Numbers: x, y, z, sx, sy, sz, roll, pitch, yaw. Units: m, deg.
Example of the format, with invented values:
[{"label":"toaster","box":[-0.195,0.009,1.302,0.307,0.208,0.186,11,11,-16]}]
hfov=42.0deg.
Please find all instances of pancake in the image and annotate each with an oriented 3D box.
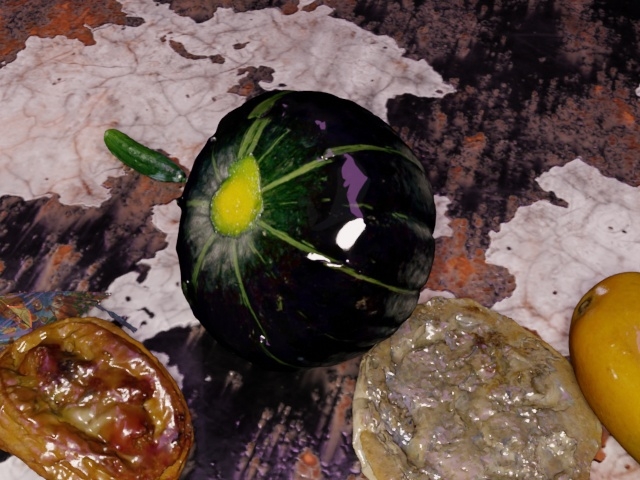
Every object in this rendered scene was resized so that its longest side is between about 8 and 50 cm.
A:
[{"label":"pancake","box":[0.158,0.179,0.867,0.282,0.049,0.282,2,50,-2]}]

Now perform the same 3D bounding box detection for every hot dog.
[{"label":"hot dog","box":[-0.233,0.166,0.824,0.227,0.099,0.160,27,54,13]}]

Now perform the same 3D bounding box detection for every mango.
[{"label":"mango","box":[0.346,0.147,0.837,0.175,0.139,0.254,2,49,-32]}]

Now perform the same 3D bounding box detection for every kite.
[{"label":"kite","box":[-0.312,0.108,0.929,0.160,0.010,0.183,35,58,22]}]

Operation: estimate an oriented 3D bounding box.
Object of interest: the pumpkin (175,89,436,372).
[{"label":"pumpkin","box":[0.000,0.000,0.897,0.295,0.296,0.296,1,49,-2]}]

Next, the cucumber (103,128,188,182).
[{"label":"cucumber","box":[-0.232,-0.105,1.103,0.155,0.037,0.037,29,54,23]}]
